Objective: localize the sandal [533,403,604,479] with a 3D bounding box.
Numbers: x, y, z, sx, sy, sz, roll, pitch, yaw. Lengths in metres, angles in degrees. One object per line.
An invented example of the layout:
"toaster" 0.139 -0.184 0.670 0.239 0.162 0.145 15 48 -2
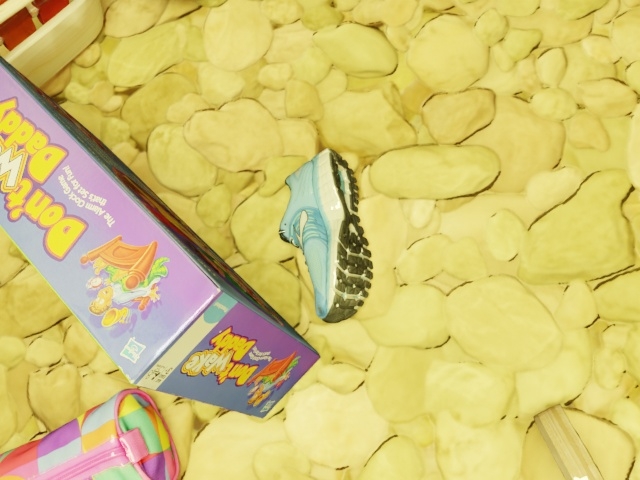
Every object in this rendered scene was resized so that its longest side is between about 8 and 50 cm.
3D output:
"sandal" 0.238 0.210 0.465 0.079 0.088 0.240 -30 61 10

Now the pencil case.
"pencil case" -0.240 0.215 0.590 0.236 0.104 0.104 -29 66 3

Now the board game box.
"board game box" -0.172 -0.012 0.578 0.078 0.233 0.347 -47 66 -4

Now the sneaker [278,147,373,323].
"sneaker" 0.000 0.000 0.632 0.073 0.063 0.162 -19 61 27

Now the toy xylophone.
"toy xylophone" -0.334 -0.195 0.690 0.081 0.236 0.322 46 70 -7
